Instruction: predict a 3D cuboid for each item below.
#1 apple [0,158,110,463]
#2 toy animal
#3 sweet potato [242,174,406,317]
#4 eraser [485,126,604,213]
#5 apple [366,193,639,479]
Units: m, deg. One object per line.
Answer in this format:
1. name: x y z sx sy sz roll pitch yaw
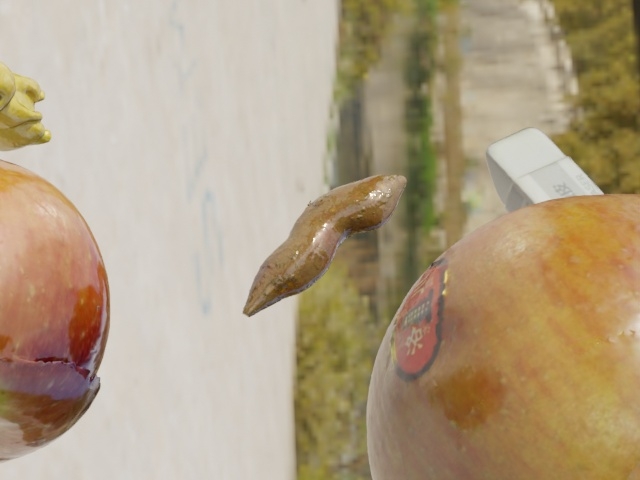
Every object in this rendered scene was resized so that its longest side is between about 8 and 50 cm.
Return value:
1. apple: -0.288 0.054 1.131 0.272 0.251 0.206 133 -46 -53
2. toy animal: -0.301 -0.133 1.375 0.159 0.083 0.070 73 5 -70
3. sweet potato: -0.002 -0.002 1.498 0.065 0.218 0.051 38 -22 31
4. eraser: 0.311 0.013 1.726 0.352 0.089 0.061 51 -30 29
5. apple: 0.237 0.161 1.334 0.400 0.400 0.333 80 -2 -45
